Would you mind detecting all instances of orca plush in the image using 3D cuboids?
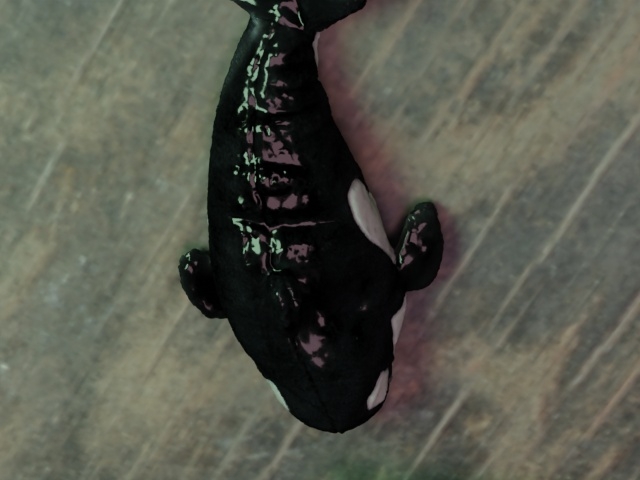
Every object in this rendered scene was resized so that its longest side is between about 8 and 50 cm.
[{"bbox_3d":[0.000,0.000,0.984,0.151,0.102,0.287,6,119,-5],"label":"orca plush"}]
